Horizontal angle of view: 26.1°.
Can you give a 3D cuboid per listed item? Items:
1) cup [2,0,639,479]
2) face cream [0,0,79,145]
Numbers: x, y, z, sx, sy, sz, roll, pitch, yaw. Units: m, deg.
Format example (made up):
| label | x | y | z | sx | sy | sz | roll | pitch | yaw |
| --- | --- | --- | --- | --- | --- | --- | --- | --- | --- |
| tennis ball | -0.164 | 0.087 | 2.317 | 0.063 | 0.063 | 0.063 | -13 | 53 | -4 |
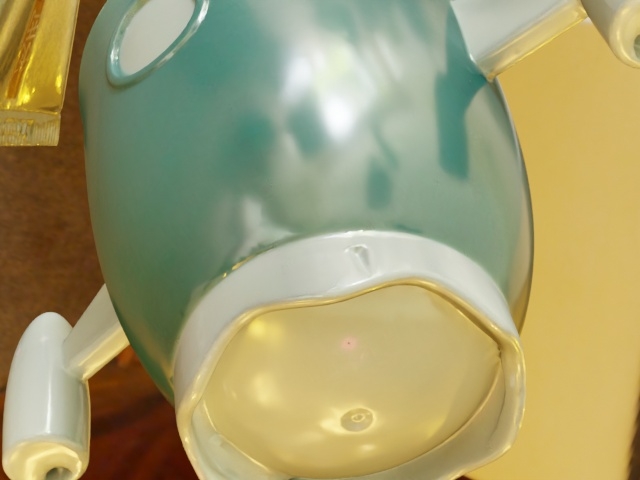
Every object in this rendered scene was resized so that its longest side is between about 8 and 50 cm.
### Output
| label | x | y | z | sx | sy | sz | roll | pitch | yaw |
| --- | --- | --- | --- | --- | --- | --- | --- | --- | --- |
| cup | 0.000 | 0.000 | 0.478 | 0.299 | 0.173 | 0.167 | -36 | 128 | 19 |
| face cream | -0.171 | -0.225 | 0.824 | 0.137 | 0.084 | 0.341 | -15 | 114 | -74 |
